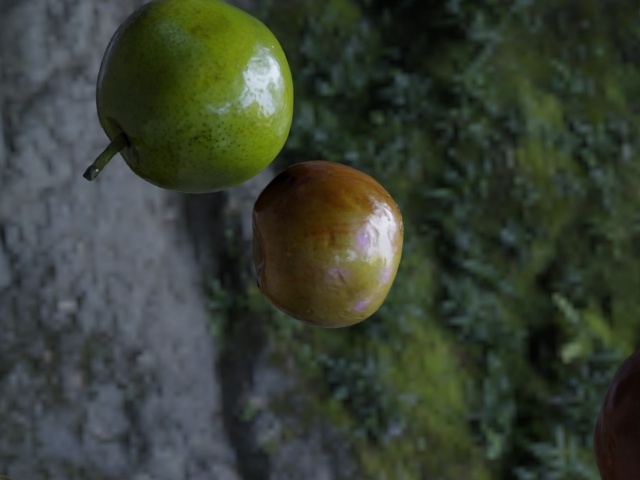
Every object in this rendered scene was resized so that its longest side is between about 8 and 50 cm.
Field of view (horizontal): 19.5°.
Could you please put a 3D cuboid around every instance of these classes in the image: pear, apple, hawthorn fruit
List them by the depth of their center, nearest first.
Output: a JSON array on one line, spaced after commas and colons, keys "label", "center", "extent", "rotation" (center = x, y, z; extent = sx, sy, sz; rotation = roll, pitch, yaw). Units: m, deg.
[{"label": "hawthorn fruit", "center": [0.304, 0.171, 1.499], "extent": [0.189, 0.189, 0.189], "rotation": [-5, 90, -75]}, {"label": "apple", "center": [0.000, 0.000, 1.581], "extent": [0.146, 0.147, 0.146], "rotation": [-5, 90, -75]}, {"label": "pear", "center": [-0.129, -0.118, 1.638], "extent": [0.180, 0.216, 0.166], "rotation": [52, -18, 15]}]

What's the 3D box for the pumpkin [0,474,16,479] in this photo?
[{"label": "pumpkin", "center": [-0.387, 0.409, 2.044], "extent": [0.256, 0.226, 0.303], "rotation": [-87, -164, -52]}]
